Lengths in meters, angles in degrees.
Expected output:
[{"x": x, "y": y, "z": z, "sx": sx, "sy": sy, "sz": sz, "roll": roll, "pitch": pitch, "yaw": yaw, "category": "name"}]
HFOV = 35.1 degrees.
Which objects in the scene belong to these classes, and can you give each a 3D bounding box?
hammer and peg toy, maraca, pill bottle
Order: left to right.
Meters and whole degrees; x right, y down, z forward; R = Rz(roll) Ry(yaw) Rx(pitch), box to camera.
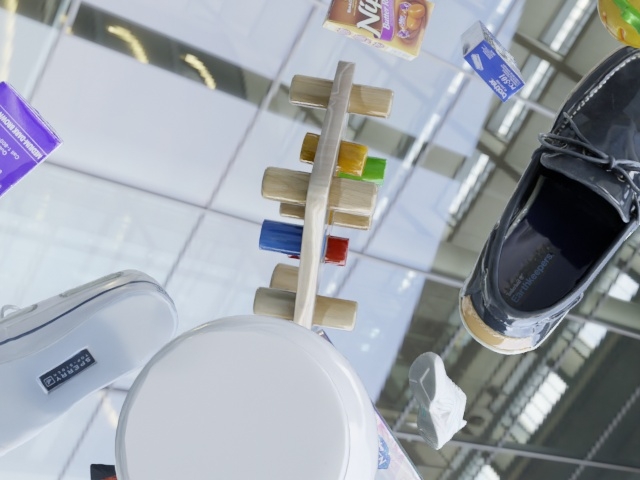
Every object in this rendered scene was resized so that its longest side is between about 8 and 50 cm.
[{"x": -0.050, "y": 0.160, "z": 0.779, "sx": 0.334, "sy": 0.188, "sz": 0.187, "roll": 88, "pitch": 8, "yaw": -77, "category": "pill bottle"}, {"x": 0.000, "y": 0.000, "z": 1.226, "sx": 0.265, "sy": 0.128, "sz": 0.361, "roll": -78, "pitch": 176, "yaw": -48, "category": "hammer and peg toy"}, {"x": 0.416, "y": -0.294, "z": 1.305, "sx": 0.099, "sy": 0.127, "sz": 0.185, "roll": -53, "pitch": -160, "yaw": 34, "category": "maraca"}]

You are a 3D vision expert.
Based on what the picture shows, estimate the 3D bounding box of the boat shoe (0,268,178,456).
[{"x": -0.356, "y": 0.134, "z": 1.212, "sx": 0.367, "sy": 0.135, "sz": 0.156, "roll": -31, "pitch": -152, "yaw": -9, "category": "boat shoe"}]

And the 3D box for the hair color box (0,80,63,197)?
[{"x": -0.478, "y": -0.045, "z": 1.214, "sx": 0.339, "sy": 0.110, "sz": 0.185, "roll": -45, "pitch": -161, "yaw": -10, "category": "hair color box"}]

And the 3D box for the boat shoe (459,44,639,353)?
[{"x": 0.359, "y": -0.071, "z": 1.360, "sx": 0.500, "sy": 0.187, "sz": 0.156, "roll": -54, "pitch": 171, "yaw": -12, "category": "boat shoe"}]

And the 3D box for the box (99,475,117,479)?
[{"x": -0.160, "y": 0.354, "z": 1.026, "sx": 0.123, "sy": 0.256, "sz": 0.128, "roll": -19, "pitch": -138, "yaw": 8, "category": "box"}]

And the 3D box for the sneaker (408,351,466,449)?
[{"x": 0.153, "y": 0.197, "z": 1.301, "sx": 0.054, "sy": 0.061, "sz": 0.152, "roll": 36, "pitch": -35, "yaw": 45, "category": "sneaker"}]

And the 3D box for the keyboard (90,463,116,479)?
[{"x": -0.130, "y": 0.296, "z": 1.235, "sx": 0.317, "sy": 0.201, "sz": 0.033, "roll": -1, "pitch": -105, "yaw": 15, "category": "keyboard"}]

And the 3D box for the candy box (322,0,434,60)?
[{"x": 0.108, "y": -0.422, "z": 1.901, "sx": 0.053, "sy": 0.187, "sz": 0.109, "roll": 169, "pitch": -61, "yaw": -80, "category": "candy box"}]

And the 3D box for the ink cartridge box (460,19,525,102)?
[{"x": 0.272, "y": -0.289, "z": 1.618, "sx": 0.046, "sy": 0.097, "sz": 0.207, "roll": -41, "pitch": -170, "yaw": 18, "category": "ink cartridge box"}]

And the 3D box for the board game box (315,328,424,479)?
[{"x": 0.092, "y": 0.327, "z": 1.584, "sx": 0.066, "sy": 0.318, "sz": 0.318, "roll": -33, "pitch": -159, "yaw": -2, "category": "board game box"}]
